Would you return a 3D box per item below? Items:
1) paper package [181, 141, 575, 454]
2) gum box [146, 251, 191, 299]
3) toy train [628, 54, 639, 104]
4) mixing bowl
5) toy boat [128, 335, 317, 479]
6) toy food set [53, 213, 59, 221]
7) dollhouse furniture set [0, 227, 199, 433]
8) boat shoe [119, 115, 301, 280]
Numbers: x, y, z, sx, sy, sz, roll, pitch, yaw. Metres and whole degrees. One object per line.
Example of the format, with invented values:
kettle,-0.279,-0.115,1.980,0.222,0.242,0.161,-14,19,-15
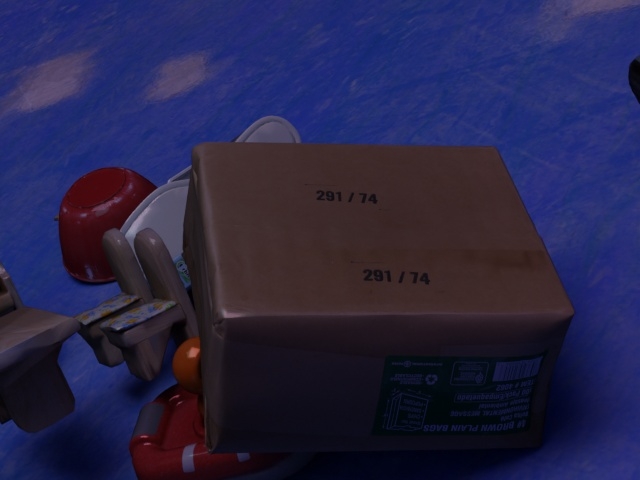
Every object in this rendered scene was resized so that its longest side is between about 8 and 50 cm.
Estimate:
paper package,0.040,0.049,1.300,0.324,0.168,0.309,0,35,-10
gum box,-0.153,0.028,1.676,0.184,0.041,0.157,-40,1,-23
toy train,0.482,-0.160,1.490,0.190,0.142,0.334,-36,31,5
mixing bowl,-0.294,-0.038,1.880,0.181,0.098,0.181,-13,37,10
toy boat,-0.100,0.162,1.381,0.231,0.151,0.151,-15,31,17
toy food set,-0.341,-0.033,2.009,0.078,0.019,0.122,-37,31,-19
dollhouse furniture set,-0.388,0.075,1.513,0.362,0.257,0.394,-27,12,-22
boat shoe,-0.158,-0.048,1.836,0.319,0.116,0.099,-42,6,-24
